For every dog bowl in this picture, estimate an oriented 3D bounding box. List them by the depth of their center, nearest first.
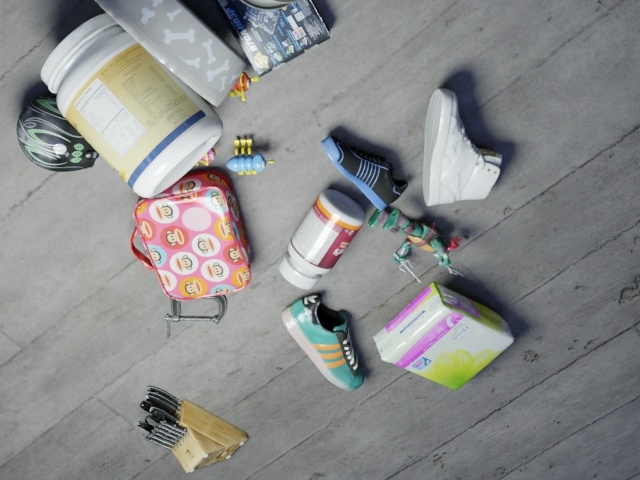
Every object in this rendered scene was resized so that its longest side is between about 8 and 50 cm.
[{"bbox_3d":[-0.283,-0.403,1.592,0.102,0.349,0.348,-46,114,6],"label":"dog bowl"}]

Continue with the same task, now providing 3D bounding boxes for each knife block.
[{"bbox_3d":[-0.355,0.488,2.262,0.088,0.242,0.275,-46,158,22],"label":"knife block"}]

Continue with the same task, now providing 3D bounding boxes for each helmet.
[{"bbox_3d":[-0.554,-0.225,1.780,0.161,0.169,0.169,7,121,-27],"label":"helmet"}]

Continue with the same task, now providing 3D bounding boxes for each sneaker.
[{"bbox_3d":[0.321,-0.211,1.878,0.169,0.108,0.293,-4,130,-3],"label":"sneaker"},{"bbox_3d":[0.101,-0.169,1.900,0.090,0.081,0.232,-40,122,14],"label":"sneaker"},{"bbox_3d":[0.036,0.258,2.126,0.121,0.108,0.302,-31,116,19],"label":"sneaker"}]

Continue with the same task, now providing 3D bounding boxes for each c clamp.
[{"bbox_3d":[-0.312,0.180,2.110,0.160,0.022,0.137,-3,116,0],"label":"c clamp"}]

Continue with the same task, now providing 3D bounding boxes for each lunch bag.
[{"bbox_3d":[-0.305,-0.002,1.942,0.258,0.120,0.293,-11,121,3],"label":"lunch bag"}]

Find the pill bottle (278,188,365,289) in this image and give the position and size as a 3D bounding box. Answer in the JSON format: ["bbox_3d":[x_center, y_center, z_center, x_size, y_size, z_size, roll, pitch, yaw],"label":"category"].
[{"bbox_3d":[0.000,0.000,1.963,0.121,0.121,0.221,25,116,-18],"label":"pill bottle"}]

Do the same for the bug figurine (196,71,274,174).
[{"bbox_3d":[-0.222,-0.246,1.820,0.216,0.072,0.279,-5,121,8],"label":"bug figurine"}]

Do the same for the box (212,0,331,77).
[{"bbox_3d":[-0.105,-0.469,1.720,0.175,0.051,0.220,-27,119,12],"label":"box"}]

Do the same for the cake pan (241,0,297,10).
[{"bbox_3d":[-0.071,-0.571,1.559,0.293,0.054,0.293,-23,124,-38],"label":"cake pan"}]

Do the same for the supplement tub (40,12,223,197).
[{"bbox_3d":[-0.373,-0.267,1.676,0.228,0.228,0.316,-42,92,19],"label":"supplement tub"}]

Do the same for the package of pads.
[{"bbox_3d":[0.314,0.239,2.103,0.296,0.101,0.229,27,118,-37],"label":"package of pads"}]

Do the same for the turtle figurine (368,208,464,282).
[{"bbox_3d":[0.231,0.006,1.992,0.234,0.118,0.175,35,153,-23],"label":"turtle figurine"}]
